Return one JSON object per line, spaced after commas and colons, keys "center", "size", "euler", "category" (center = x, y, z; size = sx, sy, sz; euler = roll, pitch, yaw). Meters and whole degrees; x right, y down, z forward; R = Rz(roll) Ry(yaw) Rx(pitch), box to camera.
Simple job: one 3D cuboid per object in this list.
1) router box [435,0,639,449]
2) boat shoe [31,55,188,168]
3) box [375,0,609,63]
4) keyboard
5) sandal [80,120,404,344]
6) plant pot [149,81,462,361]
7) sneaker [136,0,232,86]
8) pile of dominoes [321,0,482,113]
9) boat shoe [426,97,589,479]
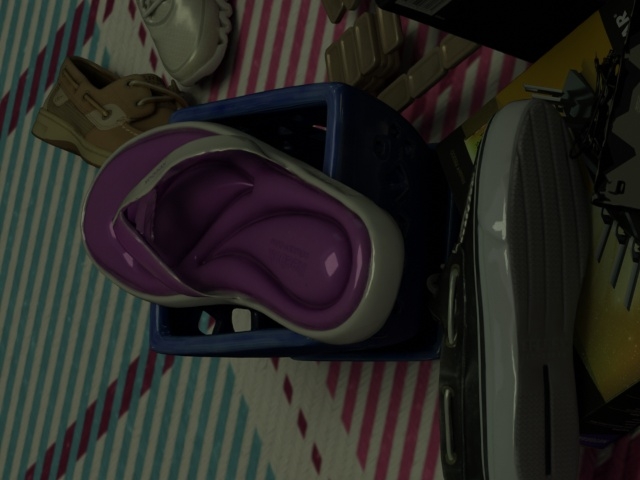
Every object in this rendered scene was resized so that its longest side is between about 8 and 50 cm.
{"center": [0.247, -0.018, 1.561], "size": [0.243, 0.081, 0.308], "euler": [-41, 54, 32], "category": "router box"}
{"center": [-0.202, -0.129, 2.022], "size": [0.341, 0.122, 0.110], "euler": [22, 97, 48], "category": "boat shoe"}
{"center": [0.147, -0.265, 1.593], "size": [0.103, 0.261, 0.184], "euler": [-37, 56, 34], "category": "box"}
{"center": [0.263, -0.116, 1.496], "size": [0.100, 0.038, 0.192], "euler": [12, 88, 23], "category": "keyboard"}
{"center": [-0.094, -0.020, 1.590], "size": [0.416, 0.102, 0.169], "euler": [11, 88, 47], "category": "sandal"}
{"center": [0.000, 0.000, 1.717], "size": [0.236, 0.212, 0.236], "euler": [-5, 76, 45], "category": "plant pot"}
{"center": [-0.181, -0.297, 2.046], "size": [0.110, 0.118, 0.292], "euler": [-36, 58, 33], "category": "sneaker"}
{"center": [0.081, -0.215, 1.761], "size": [0.251, 0.040, 0.196], "euler": [-37, 56, 53], "category": "pile of dominoes"}
{"center": [0.137, 0.053, 1.509], "size": [0.119, 0.121, 0.335], "euler": [-3, 81, 42], "category": "boat shoe"}
